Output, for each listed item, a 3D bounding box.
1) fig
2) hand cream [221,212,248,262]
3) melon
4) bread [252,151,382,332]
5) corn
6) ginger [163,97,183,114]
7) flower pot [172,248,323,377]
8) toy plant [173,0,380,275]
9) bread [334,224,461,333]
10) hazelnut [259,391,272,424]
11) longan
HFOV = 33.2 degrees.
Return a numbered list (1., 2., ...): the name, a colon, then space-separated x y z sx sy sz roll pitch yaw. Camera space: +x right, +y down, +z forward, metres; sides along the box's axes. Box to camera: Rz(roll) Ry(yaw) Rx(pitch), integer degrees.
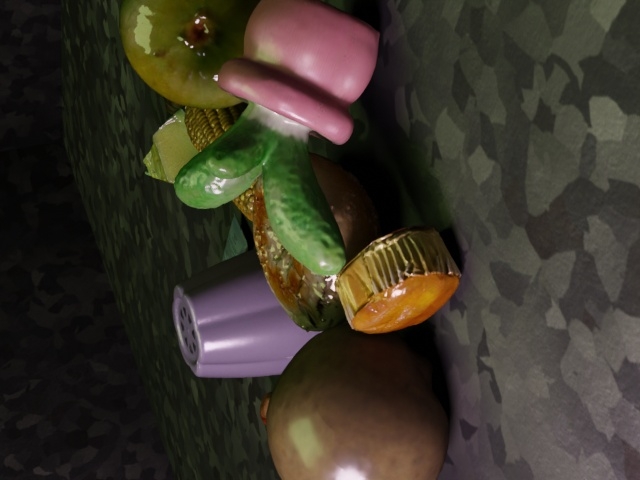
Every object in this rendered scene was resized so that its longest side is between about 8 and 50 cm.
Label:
1. fig: -0.198 -0.387 1.878 0.316 0.316 0.316 168 90 -69
2. hand cream: -0.199 0.058 2.425 0.271 0.058 0.091 107 147 -47
3. melon: -0.348 -0.206 2.565 0.323 0.124 0.196 -175 75 -74
4. bread: 0.000 0.000 1.727 0.305 0.159 0.305 172 90 -67
5. corn: -0.151 -0.169 2.061 0.387 0.144 0.144 51 147 40
6. ginger: -0.343 -0.412 2.491 0.166 0.080 0.333 -109 22 -50
7. flower pot: -0.150 0.145 2.088 0.265 0.243 0.265 170 90 -67
8. toy plant: -0.041 -0.168 1.541 0.317 0.210 0.356 25 88 28
9. bread: 0.107 0.062 1.505 0.190 0.132 0.114 -53 50 50
10. hazelnut: -0.087 0.364 2.284 0.086 0.086 0.086 168 90 -69
11. longan: 0.053 0.270 1.603 0.297 0.297 0.297 168 90 -69
